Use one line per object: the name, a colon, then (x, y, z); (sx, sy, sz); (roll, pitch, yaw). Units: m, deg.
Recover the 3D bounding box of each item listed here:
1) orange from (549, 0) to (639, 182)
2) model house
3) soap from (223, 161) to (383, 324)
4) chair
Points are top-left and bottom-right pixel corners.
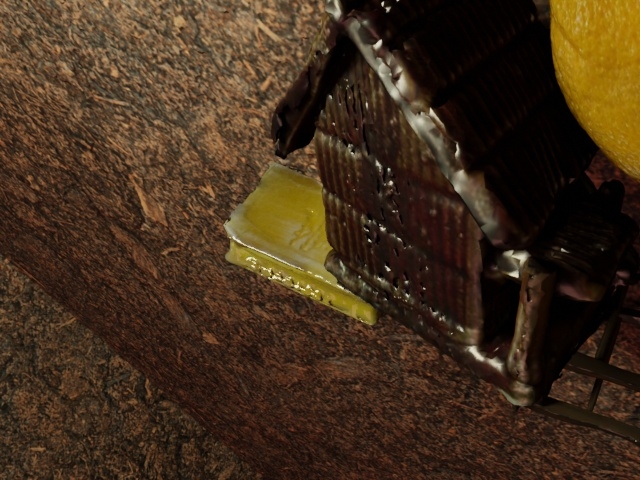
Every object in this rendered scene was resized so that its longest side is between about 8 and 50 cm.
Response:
orange: (0.261, -0.136, 0.491); (0.264, 0.264, 0.264); (25, 151, 16)
model house: (0.129, -0.099, 0.649); (0.297, 0.317, 0.283); (15, 127, 40)
soap: (0.000, 0.001, 1.085); (0.233, 0.135, 0.076); (23, 150, 20)
chair: (0.234, 0.075, 0.914); (0.319, 0.186, 0.160); (18, 153, 23)
